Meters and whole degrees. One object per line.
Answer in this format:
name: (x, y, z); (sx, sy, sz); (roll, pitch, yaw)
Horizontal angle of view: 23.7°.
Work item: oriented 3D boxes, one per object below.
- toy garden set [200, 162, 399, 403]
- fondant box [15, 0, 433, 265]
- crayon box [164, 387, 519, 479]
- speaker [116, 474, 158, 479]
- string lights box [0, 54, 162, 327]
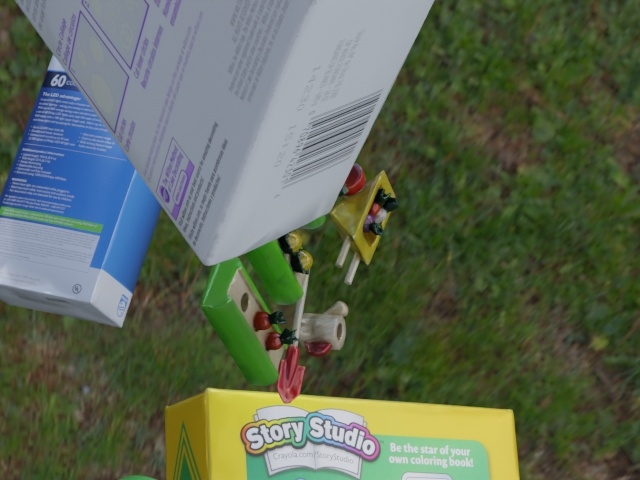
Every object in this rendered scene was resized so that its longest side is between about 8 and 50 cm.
toy garden set: (0.000, 0.000, 1.133); (0.049, 0.204, 0.244); (3, 57, 21)
fondant box: (-0.088, -0.187, 0.807); (0.096, 0.238, 0.330); (-25, 68, -32)
crayon box: (0.032, 0.317, 1.511); (0.363, 0.106, 0.313); (8, 68, -29)
speaker: (-0.212, 0.311, 1.210); (0.131, 0.131, 0.296); (41, 41, 6)
string lights box: (-0.217, -0.060, 1.444); (0.133, 0.077, 0.260); (10, 72, 22)
